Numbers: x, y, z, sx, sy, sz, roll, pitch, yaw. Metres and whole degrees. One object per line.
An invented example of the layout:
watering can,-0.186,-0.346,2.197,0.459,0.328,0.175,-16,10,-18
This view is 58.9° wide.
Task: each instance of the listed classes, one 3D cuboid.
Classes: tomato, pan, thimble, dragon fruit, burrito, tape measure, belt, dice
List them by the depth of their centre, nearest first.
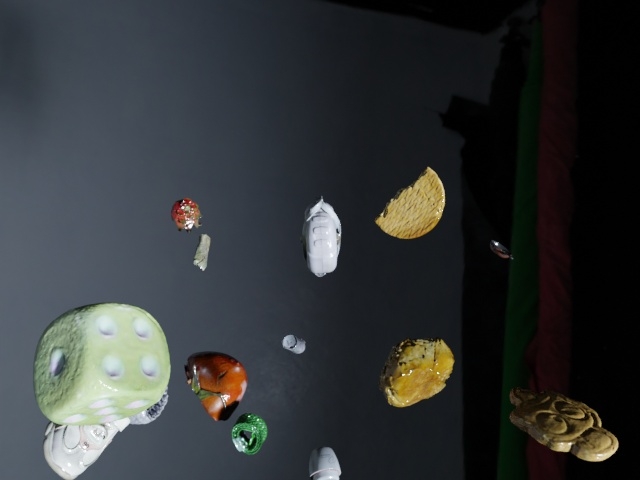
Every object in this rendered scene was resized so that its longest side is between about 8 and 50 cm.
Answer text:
dice,-0.563,0.319,1.458,0.254,0.249,0.252,-31,-120,25
pan,0.490,0.034,1.526,0.023,0.068,0.115,-57,-169,16
tape measure,0.000,0.000,1.659,0.236,0.120,0.197,90,-3,-58
belt,-0.255,0.696,2.054,0.079,0.121,0.151,-58,154,-64
burrito,-0.444,0.042,2.124,0.042,0.051,0.171,-27,-141,30
tomato,-0.375,0.537,2.214,0.309,0.170,0.309,55,11,-16
thimble,-0.709,0.604,2.222,0.245,0.157,0.217,14,80,-81
dragon fruit,-0.578,-0.113,2.450,0.121,0.130,0.142,-118,-157,-65

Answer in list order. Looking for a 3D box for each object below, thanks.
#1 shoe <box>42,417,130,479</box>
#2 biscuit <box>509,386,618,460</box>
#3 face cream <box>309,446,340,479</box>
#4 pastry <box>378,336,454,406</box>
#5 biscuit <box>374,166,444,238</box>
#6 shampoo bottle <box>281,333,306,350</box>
shoe,-0.672,0.531,1.703,0.172,0.198,0.351,56,23,-29
biscuit,0.796,0.593,1.893,0.376,0.269,0.051,28,-57,48
face cream,0.011,0.660,1.652,0.091,0.091,0.095,105,-20,-45
pastry,0.338,0.468,2.069,0.162,0.310,0.255,38,-58,47
biscuit,0.265,-0.088,1.580,0.224,0.144,0.033,-49,168,27
shampoo bottle,-0.108,0.453,2.461,0.214,0.072,0.072,60,36,-70
